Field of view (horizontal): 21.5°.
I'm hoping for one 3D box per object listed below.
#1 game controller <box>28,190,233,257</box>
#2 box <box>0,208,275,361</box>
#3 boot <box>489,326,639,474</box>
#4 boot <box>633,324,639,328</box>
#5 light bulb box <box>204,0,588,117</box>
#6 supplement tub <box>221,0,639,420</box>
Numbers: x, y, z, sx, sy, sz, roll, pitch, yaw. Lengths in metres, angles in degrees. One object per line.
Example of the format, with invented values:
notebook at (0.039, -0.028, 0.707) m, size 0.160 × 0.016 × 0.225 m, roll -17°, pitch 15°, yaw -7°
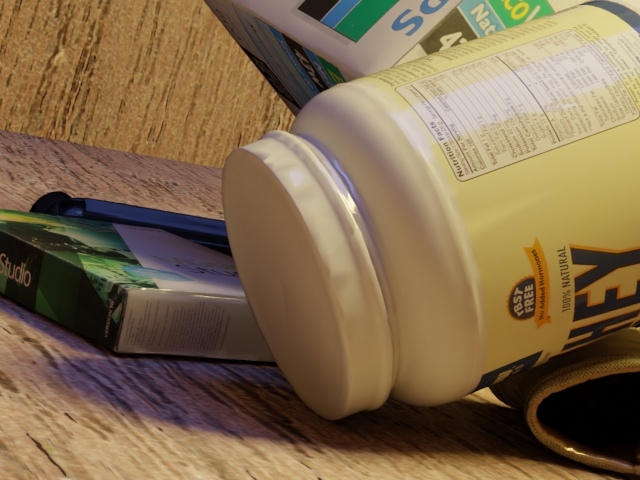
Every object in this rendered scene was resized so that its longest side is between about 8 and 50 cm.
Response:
game controller at (-0.137, 0.005, 1.722) m, size 0.319 × 0.067 × 0.166 m, roll 10°, pitch 1°, yaw -19°
box at (-0.151, 0.035, 1.418) m, size 0.232 × 0.058 × 0.322 m, roll 7°, pitch 6°, yaw -39°
boot at (0.266, 0.116, 1.262) m, size 0.262 × 0.095 × 0.203 m, roll 5°, pitch 5°, yaw -3°
boot at (0.271, 0.050, 1.711) m, size 0.348 × 0.131 × 0.260 m, roll 3°, pitch -8°, yaw 40°
light bulb box at (0.124, -0.145, 1.507) m, size 0.358 × 0.225 × 0.361 m, roll 50°, pitch -6°, yaw -35°
supplement tub at (0.117, -0.022, 1.197) m, size 0.324 × 0.235 × 0.235 m, roll -20°, pitch 18°, yaw -18°
